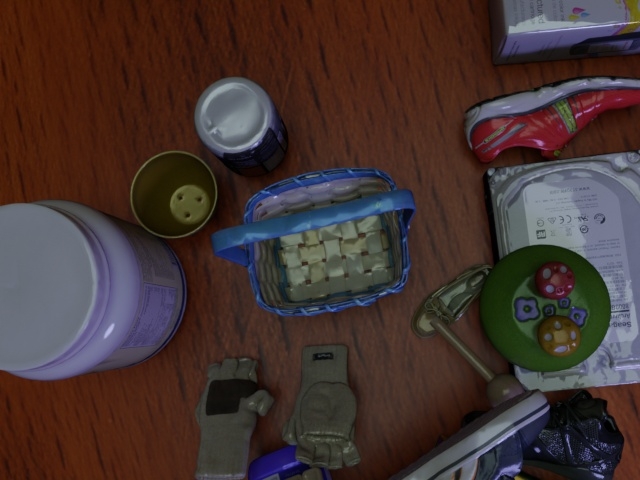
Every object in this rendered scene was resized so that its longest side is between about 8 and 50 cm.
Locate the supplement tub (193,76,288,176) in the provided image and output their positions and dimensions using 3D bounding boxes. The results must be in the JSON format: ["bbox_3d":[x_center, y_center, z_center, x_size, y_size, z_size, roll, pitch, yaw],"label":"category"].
[{"bbox_3d":[-0.112,-0.162,1.047,0.117,0.190,0.117,0,84,4],"label":"supplement tub"}]

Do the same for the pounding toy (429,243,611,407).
[{"bbox_3d":[0.294,0.109,0.953,0.237,0.110,0.183,-38,83,1],"label":"pounding toy"}]

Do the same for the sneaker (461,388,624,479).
[{"bbox_3d":[0.321,0.260,0.991,0.228,0.087,0.130,16,112,5],"label":"sneaker"}]

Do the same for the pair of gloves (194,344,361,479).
[{"bbox_3d":[-0.066,0.252,1.023,0.240,0.042,0.204,-8,43,0],"label":"pair of gloves"}]

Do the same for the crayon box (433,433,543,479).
[{"bbox_3d":[0.246,0.509,0.979,0.313,0.106,0.362,23,85,9],"label":"crayon box"}]

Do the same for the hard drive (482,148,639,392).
[{"bbox_3d":[0.382,0.046,1.037,0.237,0.064,0.338,-6,85,5],"label":"hard drive"}]

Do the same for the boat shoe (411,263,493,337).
[{"bbox_3d":[0.201,0.090,1.059,0.153,0.048,0.056,-37,81,0],"label":"boat shoe"}]

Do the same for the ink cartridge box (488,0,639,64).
[{"bbox_3d":[0.413,-0.403,1.056,0.306,0.131,0.226,-4,83,6],"label":"ink cartridge box"}]

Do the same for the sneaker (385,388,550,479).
[{"bbox_3d":[0.180,0.323,0.898,0.321,0.126,0.127,-38,76,8],"label":"sneaker"}]

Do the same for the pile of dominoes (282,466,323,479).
[{"bbox_3d":[-0.043,0.454,0.925,0.196,0.040,0.251,-29,56,27],"label":"pile of dominoes"}]

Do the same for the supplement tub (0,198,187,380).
[{"bbox_3d":[-0.339,0.071,0.974,0.236,0.325,0.235,-1,83,6],"label":"supplement tub"}]

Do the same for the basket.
[{"bbox_3d":[0.000,0.000,0.967,0.255,0.289,0.201,-11,82,3],"label":"basket"}]

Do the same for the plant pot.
[{"bbox_3d":[-0.217,-0.064,1.093,0.134,0.095,0.134,-1,83,5],"label":"plant pot"}]

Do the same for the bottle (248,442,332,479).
[{"bbox_3d":[-0.014,0.435,0.982,0.118,0.092,0.282,-24,64,7],"label":"bottle"}]

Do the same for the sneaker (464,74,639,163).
[{"bbox_3d":[0.361,-0.182,1.066,0.279,0.107,0.118,-12,101,7],"label":"sneaker"}]
